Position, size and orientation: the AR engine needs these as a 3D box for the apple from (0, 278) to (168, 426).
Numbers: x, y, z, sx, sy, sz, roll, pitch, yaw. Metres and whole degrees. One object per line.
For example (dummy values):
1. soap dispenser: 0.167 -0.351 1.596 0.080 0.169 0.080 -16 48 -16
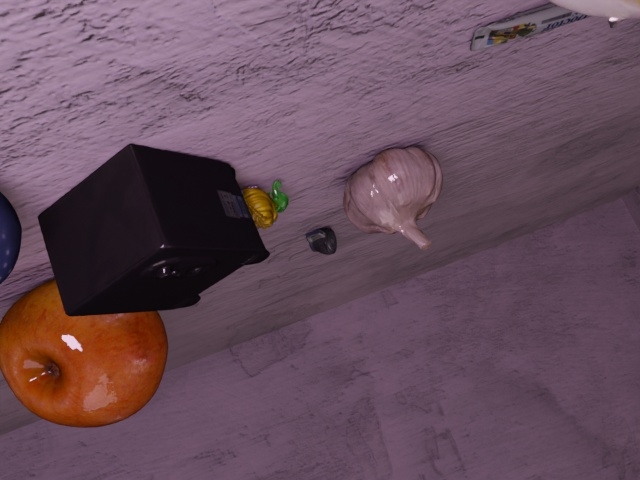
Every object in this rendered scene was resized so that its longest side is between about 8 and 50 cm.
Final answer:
1. apple: -0.447 0.207 1.365 0.298 0.299 0.275 -28 175 20

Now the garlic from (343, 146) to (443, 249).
1. garlic: 0.161 -0.067 1.475 0.218 0.212 0.219 -20 159 -8

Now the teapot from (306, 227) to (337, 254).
1. teapot: 0.000 0.000 1.789 0.056 0.066 0.088 -11 149 25

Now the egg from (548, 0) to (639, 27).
1. egg: 0.267 -0.361 0.680 0.206 0.162 0.271 5 137 18

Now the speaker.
1. speaker: -0.252 -0.003 1.129 0.232 0.184 0.254 -31 162 27

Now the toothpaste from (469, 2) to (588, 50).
1. toothpaste: 0.352 -0.345 1.116 0.255 0.037 0.067 -18 166 -4

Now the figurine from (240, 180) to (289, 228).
1. figurine: -0.133 -0.065 1.310 0.156 0.095 0.115 -24 127 -13

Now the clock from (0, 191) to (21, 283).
1. clock: -0.491 0.002 0.877 0.243 0.147 0.200 -7 156 -26
